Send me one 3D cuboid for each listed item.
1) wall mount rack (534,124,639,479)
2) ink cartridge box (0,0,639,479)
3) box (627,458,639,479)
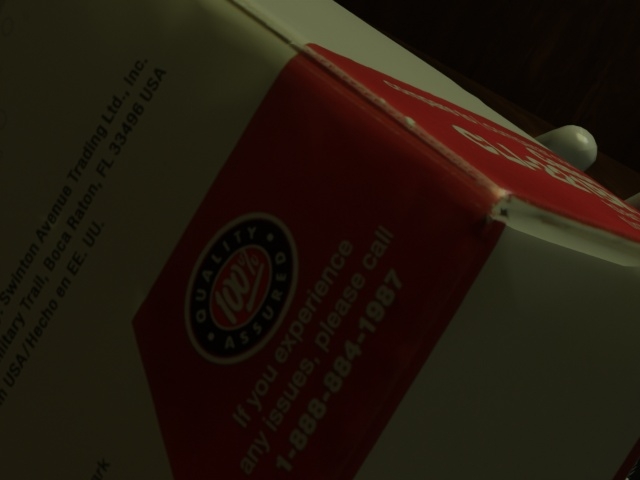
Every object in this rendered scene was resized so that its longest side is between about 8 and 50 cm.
[{"bbox_3d":[0.137,0.066,0.506,0.350,0.130,0.304,55,-12,-6],"label":"wall mount rack"},{"bbox_3d":[-0.067,0.014,0.456,0.273,0.197,0.114,39,15,36],"label":"ink cartridge box"},{"bbox_3d":[0.160,0.101,0.965,0.233,0.059,0.183,22,13,-32],"label":"box"}]
